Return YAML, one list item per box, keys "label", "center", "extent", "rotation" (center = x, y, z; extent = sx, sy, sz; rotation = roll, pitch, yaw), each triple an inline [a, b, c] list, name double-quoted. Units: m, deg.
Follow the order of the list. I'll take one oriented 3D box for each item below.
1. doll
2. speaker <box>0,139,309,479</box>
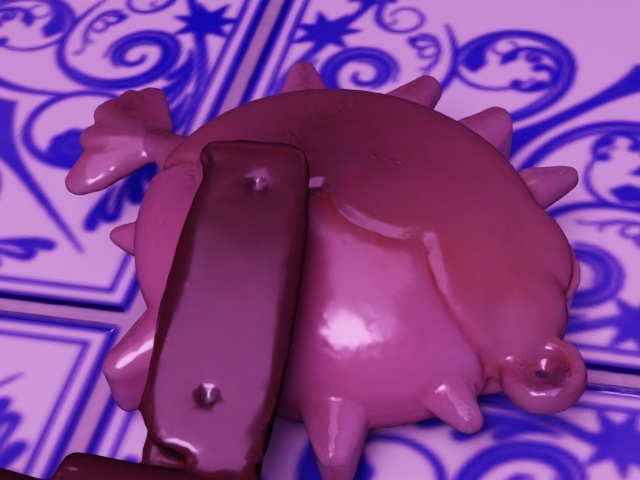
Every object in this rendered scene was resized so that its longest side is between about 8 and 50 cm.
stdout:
- label: "doll"
  center: [0.000, 0.000, 0.722]
  extent: [0.262, 0.093, 0.211]
  rotation: [23, 54, 28]
- label: "speaker"
  center: [-0.109, 0.100, 0.600]
  extent: [0.329, 0.198, 0.259]
  rotation: [7, 34, -1]
